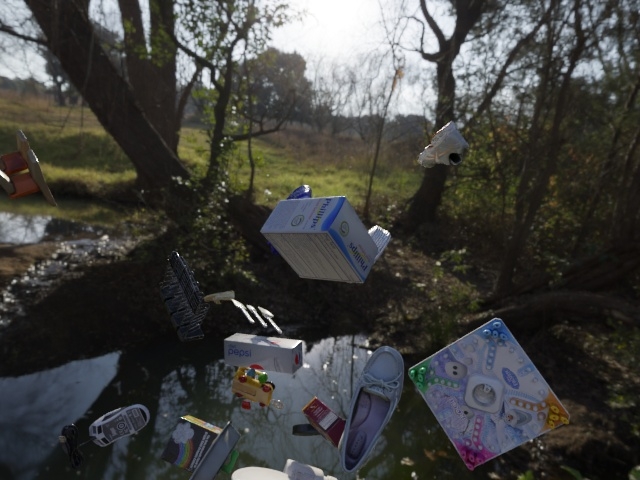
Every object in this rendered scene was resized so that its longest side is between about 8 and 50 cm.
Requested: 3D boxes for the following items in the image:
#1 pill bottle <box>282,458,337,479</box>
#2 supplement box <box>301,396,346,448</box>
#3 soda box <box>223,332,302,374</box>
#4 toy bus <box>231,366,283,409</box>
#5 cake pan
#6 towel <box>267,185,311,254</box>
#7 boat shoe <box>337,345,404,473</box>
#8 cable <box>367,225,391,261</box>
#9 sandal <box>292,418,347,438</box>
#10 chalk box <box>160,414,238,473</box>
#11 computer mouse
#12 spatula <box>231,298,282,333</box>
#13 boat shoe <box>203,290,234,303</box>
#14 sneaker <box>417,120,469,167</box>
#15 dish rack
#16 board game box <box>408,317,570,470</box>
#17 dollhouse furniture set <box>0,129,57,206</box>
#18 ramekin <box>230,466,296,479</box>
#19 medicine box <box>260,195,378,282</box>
[{"bbox_3d":[-0.052,1.037,1.828,0.229,0.131,0.131,18,9,0],"label":"pill bottle"},{"bbox_3d":[0.022,0.714,1.685,0.080,0.104,0.188,-39,26,-22],"label":"supplement box"},{"bbox_3d":[-0.210,0.411,1.566,0.286,0.098,0.091,2,5,22],"label":"soda box"},{"bbox_3d":[-0.248,0.570,1.692,0.190,0.202,0.104,-23,17,26],"label":"toy bus"},{"bbox_3d":[-0.321,0.663,1.229,0.054,0.293,0.293,30,12,6],"label":"cake pan"},{"bbox_3d":[-0.125,-0.095,1.733,0.076,0.228,0.308,36,20,-20],"label":"towel"},{"bbox_3d":[0.131,0.427,1.092,0.118,0.321,0.103,24,-12,12],"label":"boat shoe"},{"bbox_3d":[0.166,0.051,1.663,0.089,0.257,0.257,40,17,-1],"label":"cable"},{"bbox_3d":[0.082,0.842,1.851,0.445,0.107,0.167,-18,-34,28],"label":"sandal"},{"bbox_3d":[-0.499,0.901,1.851,0.288,0.180,0.179,23,-19,4],"label":"chalk box"},{"bbox_3d":[-0.504,0.448,1.016,0.192,0.106,0.042,-21,13,-21],"label":"computer mouse"},{"bbox_3d":[-0.236,0.284,1.626,0.168,0.019,0.242,28,-2,-28],"label":"spatula"},{"bbox_3d":[-0.416,0.239,1.756,0.135,0.045,0.050,-13,-11,13],"label":"boat shoe"},{"bbox_3d":[0.423,-0.293,1.476,0.099,0.121,0.262,-37,-9,-9],"label":"sneaker"},{"bbox_3d":[-0.394,0.161,1.249,0.074,0.272,0.208,-17,64,-38],"label":"dish rack"},{"bbox_3d":[0.565,0.534,1.480,0.390,0.390,0.050,-37,-14,16],"label":"board game box"},{"bbox_3d":[-0.603,-0.082,0.696,0.262,0.135,0.259,-28,53,-29],"label":"dollhouse furniture set"},{"bbox_3d":[-0.219,0.977,1.626,0.272,0.127,0.273,11,-12,2],"label":"ramekin"},{"bbox_3d":[0.000,0.000,1.424,0.289,0.149,0.263,1,-39,38],"label":"medicine box"}]
